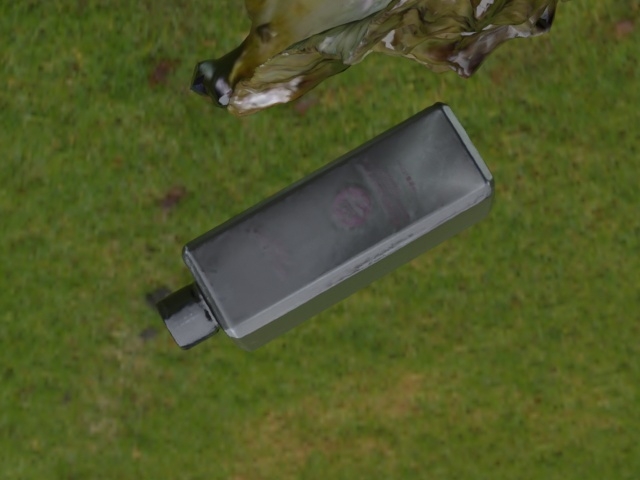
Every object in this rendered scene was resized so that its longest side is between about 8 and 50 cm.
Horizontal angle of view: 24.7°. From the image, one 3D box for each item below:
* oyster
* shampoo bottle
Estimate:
[{"bbox_3d":[0.060,-0.144,0.449,0.096,0.221,0.361,15,175,-17],"label":"oyster"},{"bbox_3d":[0.000,0.000,1.027,0.246,0.080,0.079,-30,167,-2],"label":"shampoo bottle"}]
